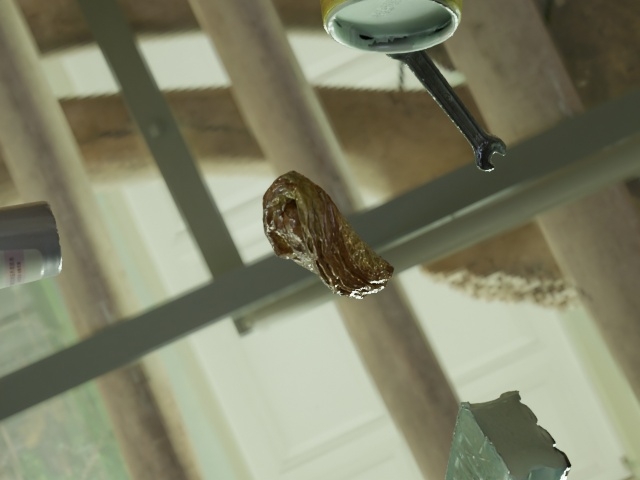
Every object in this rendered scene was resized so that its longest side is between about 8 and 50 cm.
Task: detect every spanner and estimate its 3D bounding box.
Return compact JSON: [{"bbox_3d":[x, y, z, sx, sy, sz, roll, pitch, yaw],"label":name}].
[{"bbox_3d":[0.206,-0.237,2.121,0.071,0.302,0.017,-44,-161,-6],"label":"spanner"}]

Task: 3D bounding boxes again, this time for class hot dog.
[{"bbox_3d":[-0.001,0.003,2.047,0.114,0.259,0.175,-50,-139,-6],"label":"hot dog"}]

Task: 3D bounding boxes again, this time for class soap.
[{"bbox_3d":[0.225,0.322,1.645,0.094,0.150,0.261,-15,134,-21],"label":"soap"}]

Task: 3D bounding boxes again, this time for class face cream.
[{"bbox_3d":[-0.397,0.023,1.279,0.269,0.073,0.107,-11,140,-21],"label":"face cream"}]

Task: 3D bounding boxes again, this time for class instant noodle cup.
[{"bbox_3d":[0.075,-0.340,1.418,0.216,0.236,0.215,-1,165,0],"label":"instant noodle cup"}]
